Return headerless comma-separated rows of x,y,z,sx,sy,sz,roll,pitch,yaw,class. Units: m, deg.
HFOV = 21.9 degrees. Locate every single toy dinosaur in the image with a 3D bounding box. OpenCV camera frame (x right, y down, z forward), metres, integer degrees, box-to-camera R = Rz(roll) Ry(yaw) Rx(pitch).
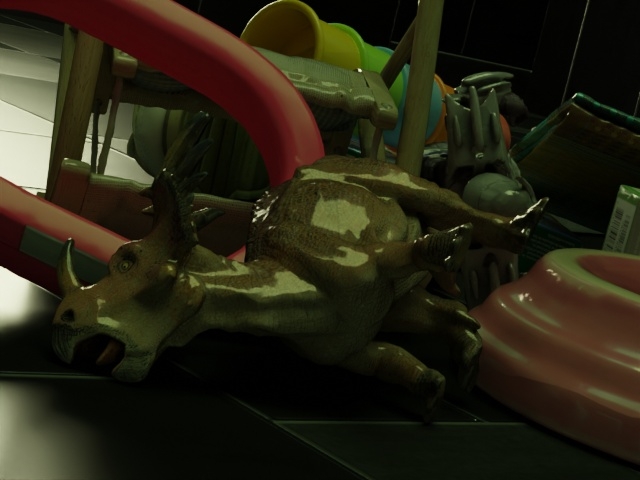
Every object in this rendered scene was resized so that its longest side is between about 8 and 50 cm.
0.000,0.000,0.917,0.200,0.127,0.295,23,18,18,toy dinosaur

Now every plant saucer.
0.251,0.077,1.026,0.332,0.084,0.332,12,9,-2,plant saucer

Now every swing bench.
-0.057,-0.077,1.154,0.253,0.255,0.165,12,-32,-14,swing bench

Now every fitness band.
-0.136,-0.068,0.989,0.290,0.054,0.209,28,51,-3,fitness band

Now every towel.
0.309,-0.044,1.510,0.271,0.040,0.370,21,-8,-1,towel

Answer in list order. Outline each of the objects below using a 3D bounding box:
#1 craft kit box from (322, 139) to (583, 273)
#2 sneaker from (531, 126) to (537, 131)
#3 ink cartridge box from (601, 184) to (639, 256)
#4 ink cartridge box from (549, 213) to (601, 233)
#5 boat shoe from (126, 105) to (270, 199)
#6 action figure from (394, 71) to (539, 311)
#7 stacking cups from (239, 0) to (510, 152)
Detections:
0.095,-0.043,1.513,0.249,0.061,0.246,22,11,-6,craft kit box
0.270,-0.105,1.881,0.070,0.051,0.134,24,17,21,sneaker
0.327,0.034,1.315,0.209,0.109,0.062,13,10,-9,ink cartridge box
0.214,-0.062,1.882,0.175,0.069,0.371,22,10,40,ink cartridge box
-0.117,-0.087,1.447,0.103,0.113,0.302,14,-2,12,boat shoe
0.112,-0.031,1.231,0.099,0.185,0.285,4,2,-11,action figure
0.060,-0.114,1.449,0.096,0.096,0.316,21,0,41,stacking cups
